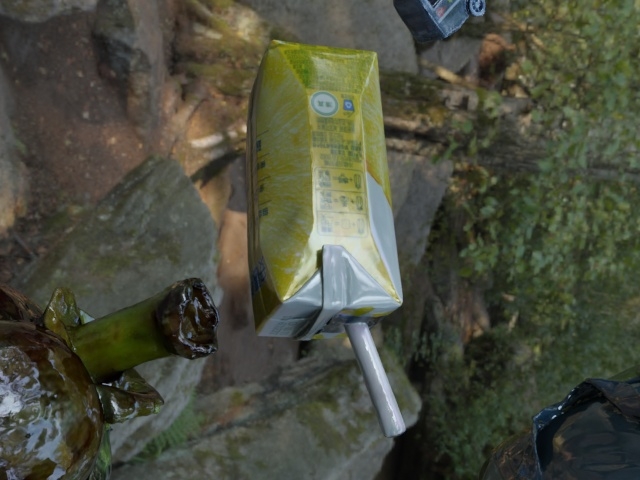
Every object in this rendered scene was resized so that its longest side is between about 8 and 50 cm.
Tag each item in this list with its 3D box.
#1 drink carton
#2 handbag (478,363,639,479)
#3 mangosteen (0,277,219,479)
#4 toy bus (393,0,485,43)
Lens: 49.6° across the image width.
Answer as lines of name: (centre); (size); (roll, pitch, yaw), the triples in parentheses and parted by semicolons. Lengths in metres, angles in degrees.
drink carton: (0.000, 0.000, 0.359); (0.084, 0.075, 0.200); (129, -38, -62)
handbag: (0.271, 0.238, 0.551); (0.222, 0.263, 0.241); (60, 8, 1)
mangosteen: (-0.193, 0.109, 0.415); (0.231, 0.289, 0.231); (160, -90, -80)
toy bus: (0.137, -0.252, 0.628); (0.166, 0.065, 0.047); (-51, -153, -13)
